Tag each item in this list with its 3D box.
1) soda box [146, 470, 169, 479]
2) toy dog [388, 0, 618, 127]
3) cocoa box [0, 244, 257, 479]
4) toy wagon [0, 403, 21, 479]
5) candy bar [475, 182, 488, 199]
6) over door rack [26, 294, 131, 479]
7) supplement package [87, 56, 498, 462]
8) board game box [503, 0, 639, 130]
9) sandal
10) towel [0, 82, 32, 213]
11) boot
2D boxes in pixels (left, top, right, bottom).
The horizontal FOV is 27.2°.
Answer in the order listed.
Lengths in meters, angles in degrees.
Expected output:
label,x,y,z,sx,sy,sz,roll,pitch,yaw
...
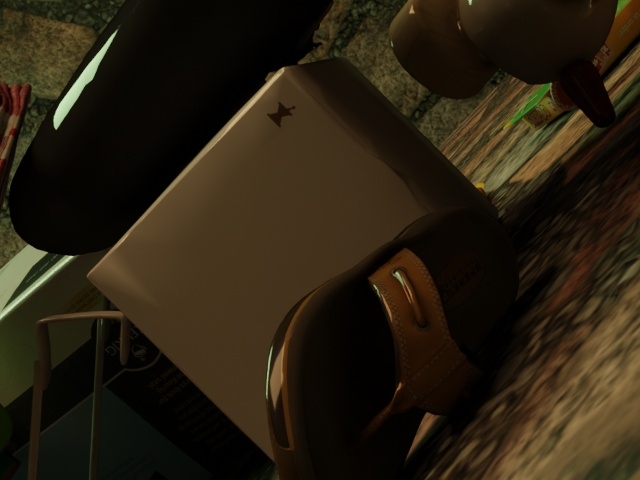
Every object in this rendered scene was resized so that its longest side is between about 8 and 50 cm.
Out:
label,x,y,z,sx,sy,sz,roll,pitch,yaw
soda box,-0.108,0.198,0.860,0.053,0.060,0.169,-54,0,-1
toy dog,0.212,-0.172,0.978,0.334,0.161,0.220,-30,-10,-30
cocoa box,-0.188,0.104,1.200,0.347,0.228,0.231,-37,17,30
toy wagon,-0.352,0.272,0.996,0.267,0.068,0.344,-54,1,32
candy bar,0.131,-0.028,1.147,0.040,0.018,0.161,-47,0,9
over door rack,-0.198,0.181,0.904,0.239,0.108,0.324,-74,0,-86
supplement package,0.000,0.000,0.881,0.175,0.177,0.293,-45,1,11
board game box,0.278,-0.198,1.242,0.259,0.039,0.124,-44,0,-11
sandal,0.047,0.045,0.580,0.060,0.090,0.219,-17,13,39
towel,-0.257,0.056,0.887,0.329,0.037,0.237,-96,23,-60
boot,-0.096,-0.132,0.804,0.445,0.146,0.367,-39,-2,44
